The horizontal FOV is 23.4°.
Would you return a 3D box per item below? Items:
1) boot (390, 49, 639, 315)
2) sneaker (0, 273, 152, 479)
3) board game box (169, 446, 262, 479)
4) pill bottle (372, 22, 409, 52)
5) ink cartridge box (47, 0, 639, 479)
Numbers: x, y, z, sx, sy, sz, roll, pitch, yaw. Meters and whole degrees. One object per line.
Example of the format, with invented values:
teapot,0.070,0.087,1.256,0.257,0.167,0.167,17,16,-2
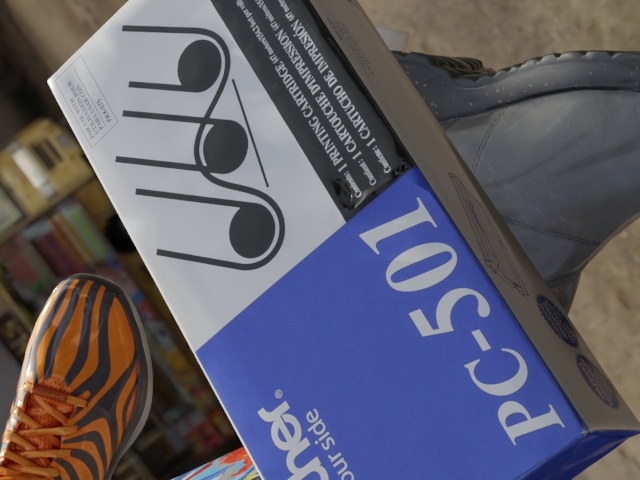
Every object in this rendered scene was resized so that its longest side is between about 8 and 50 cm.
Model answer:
boot,0.118,0.015,0.790,0.338,0.118,0.222,5,95,39
sneaker,-0.246,0.194,1.374,0.125,0.321,0.180,12,-171,12
board game box,-0.092,0.215,0.905,0.086,0.302,0.308,60,-149,-2
pill bottle,0.023,-0.097,1.281,0.094,0.169,0.094,11,-169,-2
ink cartridge box,0.000,0.000,0.483,0.046,0.097,0.207,11,-136,-58
